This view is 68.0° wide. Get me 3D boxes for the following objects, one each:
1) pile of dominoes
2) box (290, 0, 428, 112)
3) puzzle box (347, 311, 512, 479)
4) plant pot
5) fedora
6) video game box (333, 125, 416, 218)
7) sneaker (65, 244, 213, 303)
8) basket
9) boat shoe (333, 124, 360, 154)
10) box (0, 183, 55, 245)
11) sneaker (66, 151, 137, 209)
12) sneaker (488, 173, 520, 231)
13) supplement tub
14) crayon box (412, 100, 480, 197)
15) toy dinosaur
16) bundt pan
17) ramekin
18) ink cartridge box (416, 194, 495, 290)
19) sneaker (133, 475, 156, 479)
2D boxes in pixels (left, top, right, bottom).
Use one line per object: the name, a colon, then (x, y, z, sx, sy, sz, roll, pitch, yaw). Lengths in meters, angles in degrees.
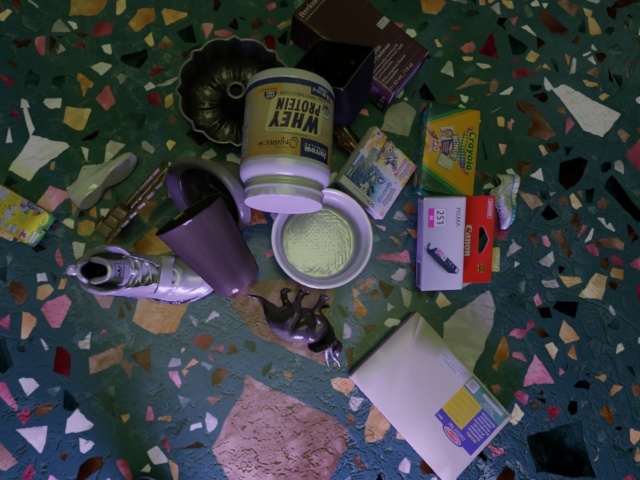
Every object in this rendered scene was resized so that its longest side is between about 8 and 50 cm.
pile of dominoes: (-0.497, -0.115, 1.252, 0.251, 0.196, 0.040, -47, 119, 2)
box: (0.114, -0.595, 1.441, 0.381, 0.143, 0.191, 38, 80, 2)
puzzle box: (0.311, 0.444, 1.352, 0.272, 0.052, 0.409, -41, 88, -11)
plant pot: (0.042, -0.434, 1.346, 0.188, 0.167, 0.188, 19, 61, 27)
fedora: (-0.278, -0.138, 1.308, 0.124, 0.276, 0.243, -45, 132, -42)
video game box: (0.164, -0.197, 1.400, 0.187, 0.048, 0.205, 38, 79, -26)
sneaker: (-0.457, 0.093, 1.234, 0.366, 0.210, 0.137, 3, 82, -6)
basket: (-0.275, 0.021, 1.227, 0.205, 0.154, 0.226, -25, 112, 19)
boat shoe: (0.082, -0.299, 1.437, 0.060, 0.064, 0.178, -34, 90, 23)
box: (-0.826, -0.066, 1.301, 0.179, 0.043, 0.105, 31, 79, 1)
sneaker: (-0.619, -0.189, 1.330, 0.212, 0.080, 0.094, -43, 77, -9)
sneaker: (0.557, -0.120, 1.463, 0.083, 0.071, 0.190, 11, 72, 1)
supplement tub: (-0.083, -0.240, 1.192, 0.229, 0.228, 0.316, 3, 81, -6)
crayon box: (0.384, -0.268, 1.451, 0.166, 0.081, 0.278, 9, 81, -6)
toy dinosaur: (-0.060, 0.220, 1.309, 0.314, 0.121, 0.160, 22, 66, -7)
bundt pan: (-0.242, -0.412, 1.378, 0.331, 0.124, 0.330, 1, 82, -6)
ramekin: (0.000, 0.000, 1.340, 0.278, 0.135, 0.277, 1, 82, -6)
ink cartridge box: (0.404, 0.006, 1.387, 0.239, 0.060, 0.274, -2, 100, -6)
sneaker: (-0.389, 0.734, 1.133, 0.130, 0.236, 0.322, -35, 87, -10)
